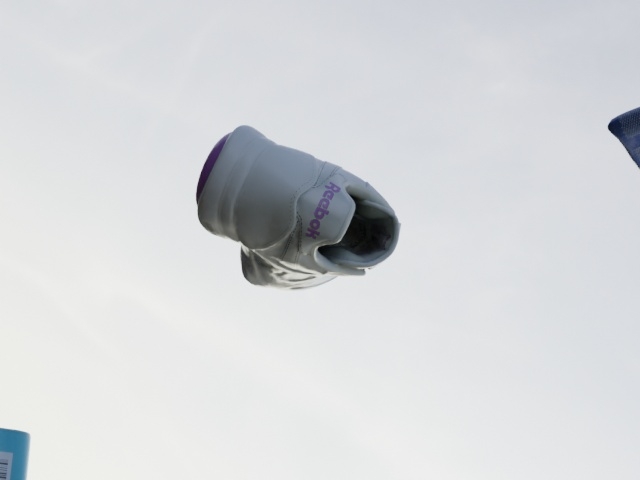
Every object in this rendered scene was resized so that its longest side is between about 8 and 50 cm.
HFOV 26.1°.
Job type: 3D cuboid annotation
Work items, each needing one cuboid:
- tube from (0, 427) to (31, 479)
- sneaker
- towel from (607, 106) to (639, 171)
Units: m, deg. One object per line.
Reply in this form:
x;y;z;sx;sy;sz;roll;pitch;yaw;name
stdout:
-0.215;0.217;0.834;0.080;0.207;0.052;1;-16;14;tube
0.000;0.000;1.167;0.152;0.114;0.305;23;-3;17;sneaker
0.358;-0.075;0.924;0.285;0.034;0.209;-16;-26;23;towel
